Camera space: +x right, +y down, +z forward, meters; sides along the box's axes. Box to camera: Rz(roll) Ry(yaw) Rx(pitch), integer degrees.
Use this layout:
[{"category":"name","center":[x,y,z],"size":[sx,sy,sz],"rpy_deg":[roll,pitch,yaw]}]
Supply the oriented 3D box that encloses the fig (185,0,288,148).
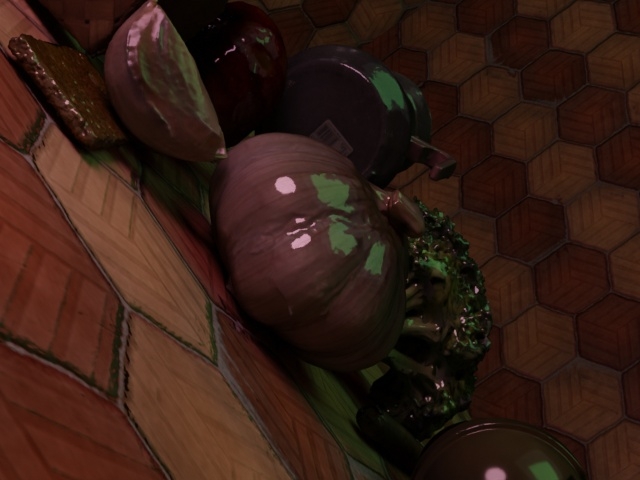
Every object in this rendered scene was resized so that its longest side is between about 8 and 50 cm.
[{"category":"fig","center":[-0.164,-0.233,1.333],"size":[0.224,0.224,0.263],"rpy_deg":[54,-26,-5]}]

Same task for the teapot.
[{"category":"teapot","center":[0.076,-0.181,1.531],"size":[0.300,0.253,0.344],"rpy_deg":[31,18,12]}]

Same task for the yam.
[{"category":"yam","center":[0.116,0.292,1.312],"size":[0.264,0.046,0.046],"rpy_deg":[48,8,-51]}]

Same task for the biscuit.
[{"category":"biscuit","center":[-0.257,-0.155,0.993],"size":[0.131,0.026,0.237],"rpy_deg":[56,4,-5]}]

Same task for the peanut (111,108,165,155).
[{"category":"peanut","center":[-0.199,-0.170,1.145],"size":[0.140,0.109,0.159],"rpy_deg":[57,6,-28]}]

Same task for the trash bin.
[{"category":"trash bin","center":[0.204,0.315,1.093],"size":[0.214,0.214,0.334],"rpy_deg":[55,-3,8]}]

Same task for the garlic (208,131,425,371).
[{"category":"garlic","center":[-0.014,0.009,1.140],"size":[0.322,0.241,0.322],"rpy_deg":[32,9,-6]}]

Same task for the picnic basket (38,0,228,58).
[{"category":"picnic basket","center":[-0.231,-0.406,1.188],"size":[0.337,0.293,0.337],"rpy_deg":[38,24,-20]}]

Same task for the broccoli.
[{"category":"broccoli","center":[0.099,0.125,1.440],"size":[0.249,0.302,0.375],"rpy_deg":[178,-98,-71]}]

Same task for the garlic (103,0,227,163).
[{"category":"garlic","center":[-0.181,-0.163,1.026],"size":[0.196,0.101,0.087],"rpy_deg":[63,-16,-6]}]

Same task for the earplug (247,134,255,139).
[{"category":"earplug","center":[-0.028,-0.042,1.649],"size":[0.301,0.172,0.172],"rpy_deg":[63,8,25]}]
